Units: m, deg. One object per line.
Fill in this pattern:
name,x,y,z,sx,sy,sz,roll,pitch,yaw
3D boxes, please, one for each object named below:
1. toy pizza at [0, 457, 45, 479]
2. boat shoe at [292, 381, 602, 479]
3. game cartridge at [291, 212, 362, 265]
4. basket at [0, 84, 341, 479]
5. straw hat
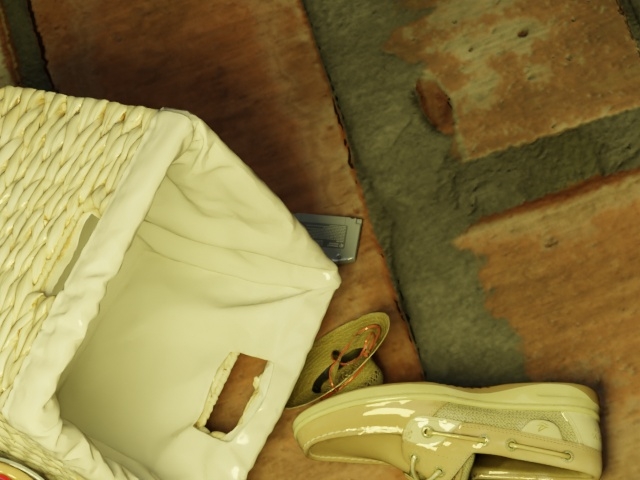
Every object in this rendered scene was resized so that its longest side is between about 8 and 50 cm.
toy pizza,-0.324,0.302,1.713,0.201,0.032,0.201,2,80,-14
boat shoe,0.123,0.200,1.776,0.302,0.109,0.098,-2,65,3
game cartridge,0.000,0.000,1.934,0.083,0.017,0.056,6,64,13
basket,-0.208,0.069,1.744,0.266,0.331,0.328,14,69,34
straw hat,0.028,0.141,1.838,0.144,0.144,0.061,-42,109,-9
